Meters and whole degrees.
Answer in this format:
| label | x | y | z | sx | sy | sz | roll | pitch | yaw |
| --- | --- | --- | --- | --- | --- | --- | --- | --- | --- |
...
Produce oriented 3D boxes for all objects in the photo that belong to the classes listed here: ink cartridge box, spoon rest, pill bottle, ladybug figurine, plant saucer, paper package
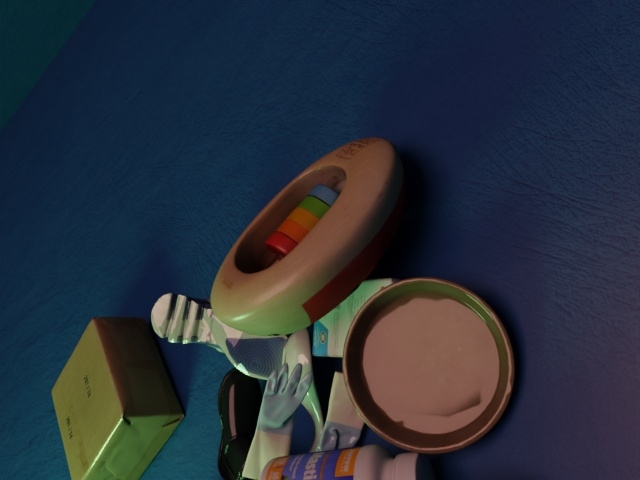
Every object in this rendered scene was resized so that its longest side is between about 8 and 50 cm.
| label | x | y | z | sx | sy | sz | roll | pitch | yaw |
| --- | --- | --- | --- | --- | --- | --- | --- | --- | --- |
| ink cartridge box | 0.079 | 0.144 | 1.289 | 0.191 | 0.082 | 0.139 | -6 | 76 | 44 |
| spoon rest | -0.033 | 0.302 | 1.364 | 0.137 | 0.084 | 0.276 | 127 | 147 | -75 |
| pill bottle | 0.046 | 0.418 | 1.167 | 0.272 | 0.152 | 0.152 | -15 | 68 | 22 |
| ladybug figurine | 0.000 | 0.000 | 1.275 | 0.449 | 0.162 | 0.305 | -47 | 28 | -9 |
| plant saucer | 0.171 | 0.198 | 1.140 | 0.278 | 0.041 | 0.277 | -2 | 83 | 21 |
| paper package | -0.525 | 0.411 | 1.799 | 0.309 | 0.168 | 0.324 | -55 | 47 | 24 |

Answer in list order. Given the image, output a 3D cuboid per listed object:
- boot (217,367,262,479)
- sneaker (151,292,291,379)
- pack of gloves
| label | x | y | z | sx | sy | sz | roll | pitch | yaw |
| --- | --- | --- | --- | --- | --- | --- | --- | --- | --- |
| boot | -0.140 | 0.393 | 1.407 | 0.207 | 0.094 | 0.246 | -172 | 88 | -68 |
| sneaker | -0.184 | 0.186 | 1.531 | 0.316 | 0.182 | 0.127 | 18 | 96 | 18 |
| pack of gloves | -0.019 | 0.336 | 1.294 | 0.046 | 0.195 | 0.232 | -114 | 39 | -81 |
